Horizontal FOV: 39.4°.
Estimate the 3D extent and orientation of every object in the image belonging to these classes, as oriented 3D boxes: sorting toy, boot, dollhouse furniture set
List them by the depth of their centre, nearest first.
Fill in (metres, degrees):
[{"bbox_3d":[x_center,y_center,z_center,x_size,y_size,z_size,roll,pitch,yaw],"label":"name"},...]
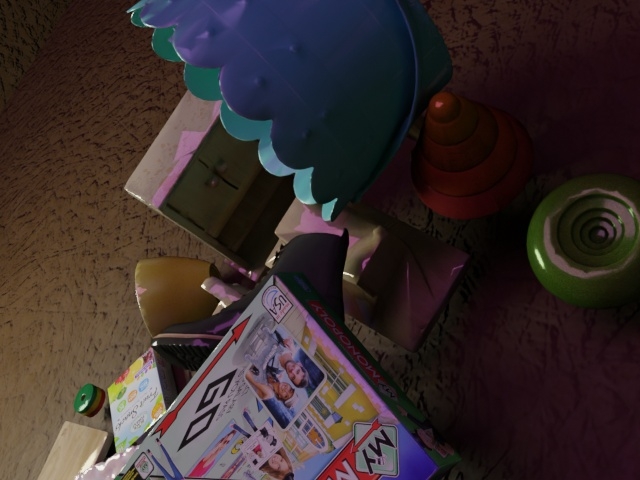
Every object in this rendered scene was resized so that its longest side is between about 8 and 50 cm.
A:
[{"bbox_3d":[0.209,-0.033,0.754,0.365,0.126,0.127,38,87,31],"label":"sorting toy"},{"bbox_3d":[-0.062,0.059,0.887,0.198,0.077,0.137,-3,59,18],"label":"boot"},{"bbox_3d":[0.000,0.000,1.068,0.394,0.256,0.362,29,84,34],"label":"dollhouse furniture set"},{"bbox_3d":[-0.346,0.342,1.264,0.132,0.046,0.274,-3,59,48],"label":"sorting toy"}]

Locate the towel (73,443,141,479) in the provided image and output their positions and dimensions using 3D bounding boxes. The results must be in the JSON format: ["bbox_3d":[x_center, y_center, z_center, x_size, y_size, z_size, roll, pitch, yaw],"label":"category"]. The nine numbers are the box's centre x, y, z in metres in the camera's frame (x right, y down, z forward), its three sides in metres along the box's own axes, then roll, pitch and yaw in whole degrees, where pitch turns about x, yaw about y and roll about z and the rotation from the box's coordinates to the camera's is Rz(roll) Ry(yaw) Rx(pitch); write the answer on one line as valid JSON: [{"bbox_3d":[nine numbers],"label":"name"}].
[{"bbox_3d":[-0.090,0.326,0.863,0.332,0.053,0.317,-30,71,31],"label":"towel"}]

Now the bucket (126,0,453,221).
[{"bbox_3d":[-0.022,-0.175,0.846,0.183,0.281,0.281,-45,35,-2],"label":"bucket"}]

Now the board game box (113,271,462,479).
[{"bbox_3d":[-0.054,0.213,0.781,0.213,0.046,0.317,48,113,25],"label":"board game box"}]

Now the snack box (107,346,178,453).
[{"bbox_3d":[-0.247,0.229,1.253,0.100,0.037,0.141,-45,36,13],"label":"snack box"}]

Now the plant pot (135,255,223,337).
[{"bbox_3d":[-0.187,0.077,1.252,0.095,0.134,0.134,-16,44,8],"label":"plant pot"}]
